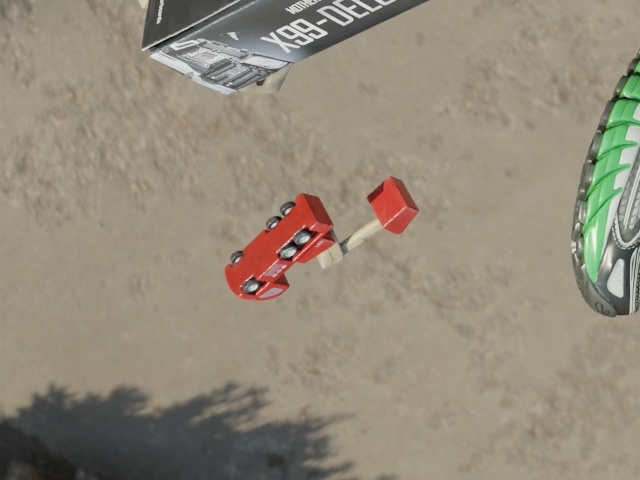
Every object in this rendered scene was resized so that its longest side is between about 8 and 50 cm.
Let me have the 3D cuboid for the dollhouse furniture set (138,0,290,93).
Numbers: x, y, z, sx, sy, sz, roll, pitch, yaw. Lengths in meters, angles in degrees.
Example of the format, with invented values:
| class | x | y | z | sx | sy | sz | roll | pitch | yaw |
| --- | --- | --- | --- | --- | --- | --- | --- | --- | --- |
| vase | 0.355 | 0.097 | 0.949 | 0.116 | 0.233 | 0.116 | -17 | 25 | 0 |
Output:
| class | x | y | z | sx | sy | sz | roll | pitch | yaw |
| --- | --- | --- | --- | --- | --- | --- | --- | --- | --- |
| dollhouse furniture set | -0.134 | -0.280 | 1.613 | 0.184 | 0.129 | 0.129 | -2 | 140 | -32 |

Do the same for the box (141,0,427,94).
| class | x | y | z | sx | sy | sz | roll | pitch | yaw |
| --- | --- | --- | --- | --- | --- | --- | --- | --- | --- |
| box | 0.008 | -0.271 | 0.783 | 0.242 | 0.307 | 0.077 | -18 | 149 | 40 |

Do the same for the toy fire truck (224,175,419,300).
| class | x | y | z | sx | sy | sz | roll | pitch | yaw |
| --- | --- | --- | --- | --- | --- | --- | --- | --- | --- |
| toy fire truck | 0.000 | 0.000 | 1.370 | 0.135 | 0.047 | 0.192 | 12 | 133 | -48 |

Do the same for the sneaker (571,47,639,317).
| class | x | y | z | sx | sy | sz | roll | pitch | yaw |
| --- | --- | --- | --- | --- | --- | --- | --- | --- | --- |
| sneaker | 0.288 | -0.091 | 0.882 | 0.343 | 0.146 | 0.134 | -57 | 163 | -7 |
